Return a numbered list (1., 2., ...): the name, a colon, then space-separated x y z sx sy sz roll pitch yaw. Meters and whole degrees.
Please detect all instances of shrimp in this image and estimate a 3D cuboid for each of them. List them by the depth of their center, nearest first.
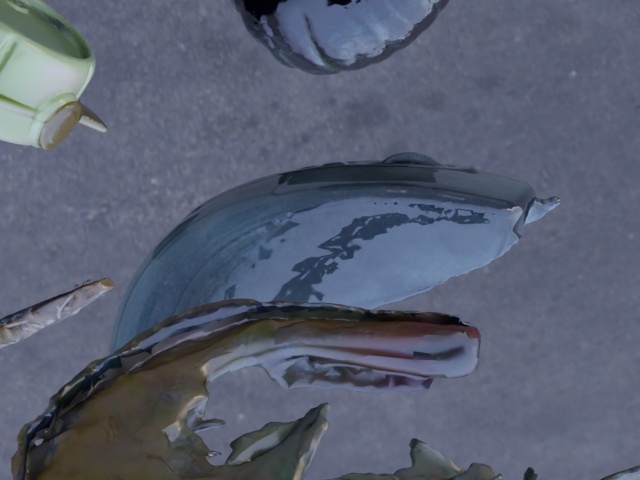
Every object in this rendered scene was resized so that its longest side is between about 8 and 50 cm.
1. shrimp: 0.013 0.079 0.446 0.253 0.173 0.058 -8 131 -11

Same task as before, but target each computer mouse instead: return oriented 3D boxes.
1. computer mouse: 0.000 0.000 0.969 0.371 0.188 0.122 -18 98 6

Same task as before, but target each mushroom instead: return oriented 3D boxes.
1. mushroom: -0.177 0.047 0.800 0.101 0.019 0.049 -24 -178 21

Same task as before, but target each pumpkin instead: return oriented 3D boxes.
1. pumpkin: 0.010 -0.348 1.385 0.296 0.296 0.296 -13 141 -10

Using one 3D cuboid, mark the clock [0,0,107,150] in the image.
1. clock: -0.382 -0.226 1.379 0.117 0.286 0.348 -53 143 12
